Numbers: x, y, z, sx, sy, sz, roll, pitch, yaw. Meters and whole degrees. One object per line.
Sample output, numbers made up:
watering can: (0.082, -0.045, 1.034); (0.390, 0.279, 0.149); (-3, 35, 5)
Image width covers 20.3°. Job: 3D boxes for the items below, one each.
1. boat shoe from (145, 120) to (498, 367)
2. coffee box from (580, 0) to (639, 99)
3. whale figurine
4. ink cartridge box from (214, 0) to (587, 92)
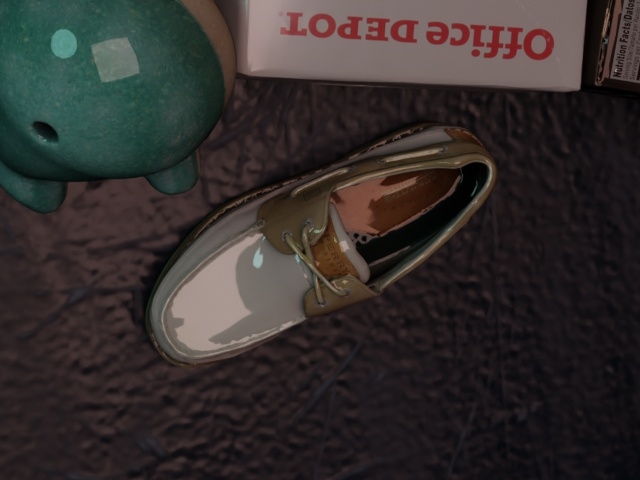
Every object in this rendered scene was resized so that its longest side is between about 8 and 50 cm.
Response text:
boat shoe: (0.000, 0.000, 1.389); (0.302, 0.103, 0.113); (-34, 105, -9)
coffee box: (0.326, -0.160, 1.430); (0.297, 0.168, 0.118); (7, 95, -16)
whale figurine: (-0.180, -0.093, 1.243); (0.216, 0.272, 0.141); (41, 47, -13)
ink cartridge box: (0.055, -0.304, 1.327); (0.279, 0.160, 0.384); (1, 97, -21)
